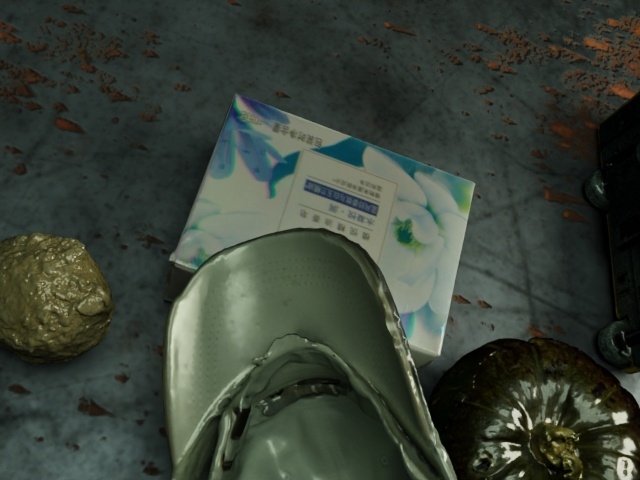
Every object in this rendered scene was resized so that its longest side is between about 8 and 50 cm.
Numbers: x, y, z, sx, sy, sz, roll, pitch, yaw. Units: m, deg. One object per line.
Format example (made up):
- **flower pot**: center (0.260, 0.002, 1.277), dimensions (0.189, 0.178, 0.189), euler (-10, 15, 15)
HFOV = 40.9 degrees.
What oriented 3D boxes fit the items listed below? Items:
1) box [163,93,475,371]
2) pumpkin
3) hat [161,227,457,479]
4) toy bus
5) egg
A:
- **box**: center (0.001, -0.001, 0.884), dimensions (0.274, 0.116, 0.203), euler (20, 64, -7)
- **pumpkin**: center (0.212, 0.207, 0.831), dimensions (0.237, 0.159, 0.238), euler (5, 68, -13)
- **hat**: center (-0.014, 0.141, 0.762), dimensions (0.257, 0.168, 0.302), euler (-11, 84, 12)
- **toy bus**: center (0.399, -0.011, 1.003), dimensions (0.123, 0.121, 0.336), euler (12, 64, -18)
- **egg**: center (-0.254, 0.053, 0.790), dimensions (0.140, 0.118, 0.116), euler (20, 43, 10)
